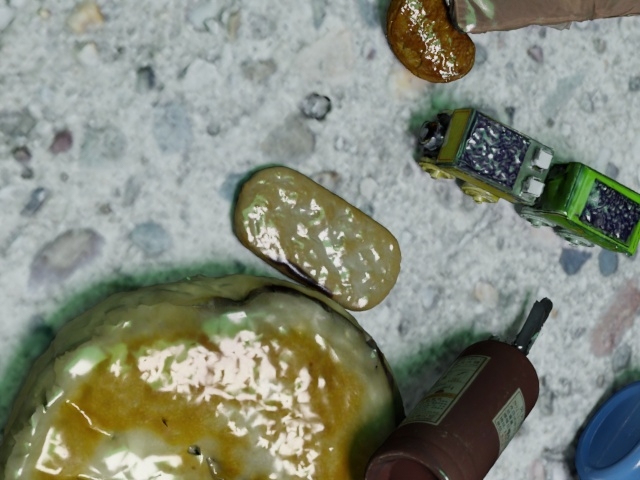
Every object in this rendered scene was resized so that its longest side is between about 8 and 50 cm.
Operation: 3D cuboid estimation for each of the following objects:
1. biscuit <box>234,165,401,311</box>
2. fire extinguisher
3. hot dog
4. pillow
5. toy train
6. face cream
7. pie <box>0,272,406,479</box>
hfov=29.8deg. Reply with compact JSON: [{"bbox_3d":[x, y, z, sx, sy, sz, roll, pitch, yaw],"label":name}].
[{"bbox_3d":[0.000,0.000,0.883,0.147,0.018,0.071,32,77,-24],"label":"biscuit"},{"bbox_3d":[0.118,0.116,0.883,0.231,0.071,0.099,-39,155,-50],"label":"fire extinguisher"},{"bbox_3d":[0.082,-0.157,0.902,0.058,0.035,0.083,-40,110,-18],"label":"hot dog"},{"bbox_3d":[0.193,-0.233,0.940,0.248,0.049,0.135,-12,100,-31],"label":"pillow"},{"bbox_3d":[0.167,-0.044,0.928,0.202,0.081,0.060,23,84,-26],"label":"toy train"},{"bbox_3d":[0.329,0.238,1.029,0.264,0.083,0.149,43,78,-23],"label":"face cream"},{"bbox_3d":[-0.075,0.187,0.829,0.339,0.077,0.339,-3,96,-28],"label":"pie"}]
